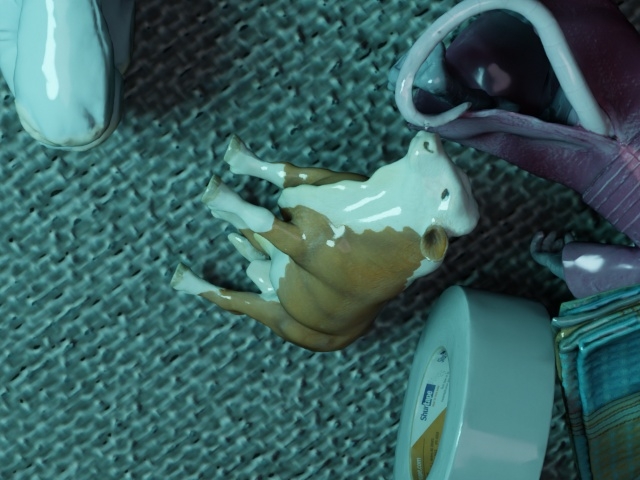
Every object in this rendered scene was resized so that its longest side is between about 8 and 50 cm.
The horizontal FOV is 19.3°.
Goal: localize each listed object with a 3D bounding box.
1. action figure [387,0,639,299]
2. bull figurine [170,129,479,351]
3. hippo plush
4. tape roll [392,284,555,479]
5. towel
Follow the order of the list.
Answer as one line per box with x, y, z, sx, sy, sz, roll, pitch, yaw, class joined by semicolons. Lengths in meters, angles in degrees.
0.252;-0.074;1.458;0.370;0.276;0.248;42;93;2;action figure
0.000;0.000;1.444;0.188;0.310;0.101;25;61;-2;bull figurine
-0.263;-0.187;1.370;0.236;0.294;0.234;4;81;0;hippo plush
0.120;0.148;1.514;0.072;0.219;0.219;12;102;-9;tape roll
0.329;0.124;1.506;0.271;0.040;0.370;-16;145;1;towel
